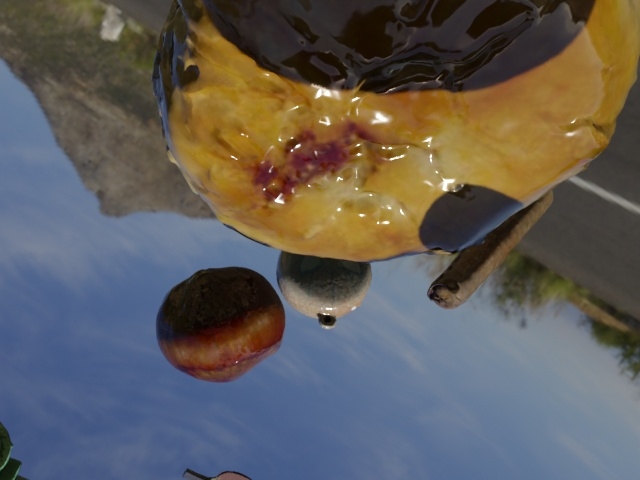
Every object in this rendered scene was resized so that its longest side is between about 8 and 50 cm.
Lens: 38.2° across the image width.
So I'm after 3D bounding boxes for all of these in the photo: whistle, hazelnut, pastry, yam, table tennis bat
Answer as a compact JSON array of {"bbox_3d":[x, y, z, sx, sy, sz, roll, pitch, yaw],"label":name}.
[{"bbox_3d":[0.000,0.000,1.051,0.107,0.220,0.057,2,153,-13],"label":"whistle"},{"bbox_3d":[-0.160,0.129,1.415,0.204,0.178,0.178,-14,153,35],"label":"hazelnut"},{"bbox_3d":[0.057,-0.160,0.768,0.410,0.409,0.245,31,-146,-33],"label":"pastry"},{"bbox_3d":[0.199,0.003,1.062,0.046,0.046,0.264,35,-135,15],"label":"yam"},{"bbox_3d":[-0.103,0.257,0.958,0.083,0.050,0.007,25,-162,-6],"label":"table tennis bat"}]

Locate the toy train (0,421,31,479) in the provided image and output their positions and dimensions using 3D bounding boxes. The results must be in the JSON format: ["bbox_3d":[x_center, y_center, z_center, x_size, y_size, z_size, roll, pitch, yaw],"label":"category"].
[{"bbox_3d":[-0.399,0.211,0.776,0.307,0.189,0.126,24,142,-10],"label":"toy train"}]
